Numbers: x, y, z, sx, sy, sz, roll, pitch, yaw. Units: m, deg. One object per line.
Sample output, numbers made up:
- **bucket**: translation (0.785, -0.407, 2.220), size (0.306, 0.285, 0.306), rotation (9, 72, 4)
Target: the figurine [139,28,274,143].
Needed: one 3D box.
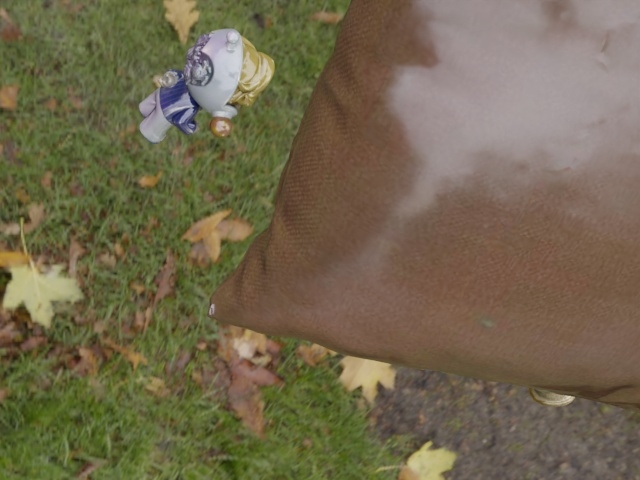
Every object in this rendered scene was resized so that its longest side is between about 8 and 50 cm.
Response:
- **figurine**: translation (-0.208, -0.269, 1.678), size (0.133, 0.274, 0.193), rotation (28, 69, -43)

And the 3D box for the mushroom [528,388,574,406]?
- **mushroom**: translation (0.321, 0.168, 1.500), size (0.247, 0.108, 0.096), rotation (48, 57, -33)

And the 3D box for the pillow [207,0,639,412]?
- **pillow**: translation (0.145, -0.057, 0.382), size (0.308, 0.305, 0.108), rotation (13, 31, -17)
